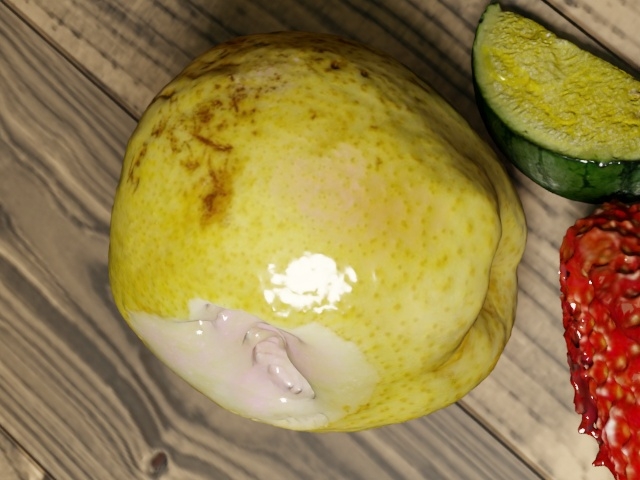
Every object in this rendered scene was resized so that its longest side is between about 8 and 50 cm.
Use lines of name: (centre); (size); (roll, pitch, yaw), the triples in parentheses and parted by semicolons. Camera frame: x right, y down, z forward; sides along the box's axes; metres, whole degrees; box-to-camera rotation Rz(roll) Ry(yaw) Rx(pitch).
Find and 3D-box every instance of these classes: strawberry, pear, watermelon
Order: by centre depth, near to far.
strawberry: (0.215, 0.110, 1.145); (0.286, 0.106, 0.188); (57, 138, 21)
pear: (0.000, 0.000, 1.190); (0.271, 0.271, 0.271); (-1, 87, 21)
watermelon: (0.163, -0.071, 1.240); (0.181, 0.075, 0.092); (30, 62, 25)
